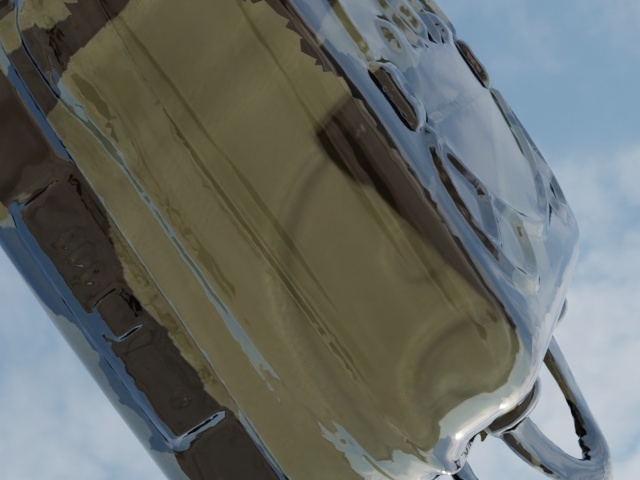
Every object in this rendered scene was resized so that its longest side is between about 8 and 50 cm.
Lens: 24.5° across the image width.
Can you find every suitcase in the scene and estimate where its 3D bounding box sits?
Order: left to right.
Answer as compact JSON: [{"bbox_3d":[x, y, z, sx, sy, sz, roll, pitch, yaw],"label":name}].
[{"bbox_3d":[0.000,0.000,0.688,0.194,0.351,0.339,-35,-89,17],"label":"suitcase"}]
